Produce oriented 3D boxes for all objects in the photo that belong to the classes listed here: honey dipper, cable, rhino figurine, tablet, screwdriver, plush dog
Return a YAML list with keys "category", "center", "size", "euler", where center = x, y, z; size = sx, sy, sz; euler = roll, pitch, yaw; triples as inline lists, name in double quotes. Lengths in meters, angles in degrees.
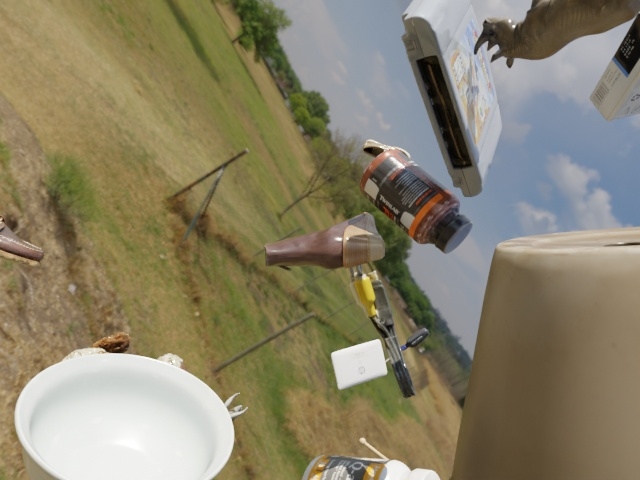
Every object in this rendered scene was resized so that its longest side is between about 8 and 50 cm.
- category: "honey dipper"
  center: [0.169, 0.575, 1.374]
  size: [0.161, 0.030, 0.030]
  euler: [38, 4, 5]
- category: "cable"
  center: [0.121, 0.186, 1.081]
  size: [0.139, 0.072, 0.287]
  euler: [71, 4, -75]
- category: "rhino figurine"
  center: [0.304, -0.299, 0.687]
  size: [0.073, 0.243, 0.106]
  euler: [-10, 88, -41]
- category: "tablet"
  center: [0.057, 0.180, 0.757]
  size: [0.006, 0.083, 0.054]
  euler: [-19, -98, 65]
- category: "screwdriver"
  center: [0.159, 0.240, 1.107]
  size: [0.025, 0.170, 0.024]
  euler: [56, 1, -28]
- category: "plush dog"
  center: [-0.420, 0.307, 1.037]
  size: [0.225, 0.210, 0.262]
  euler: [48, 16, -6]

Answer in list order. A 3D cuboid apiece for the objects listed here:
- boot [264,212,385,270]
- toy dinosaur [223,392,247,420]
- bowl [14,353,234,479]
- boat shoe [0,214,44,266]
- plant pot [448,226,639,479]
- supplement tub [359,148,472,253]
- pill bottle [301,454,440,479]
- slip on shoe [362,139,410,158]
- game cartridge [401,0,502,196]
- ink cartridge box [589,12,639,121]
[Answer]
- category: "boot"
  center: [0.000, 0.000, 0.970]
  size: [0.248, 0.207, 0.090]
  euler: [-108, -165, -82]
- category: "toy dinosaur"
  center: [-0.269, 0.455, 1.036]
  size: [0.121, 0.160, 0.313]
  euler: [26, 43, -2]
- category: "bowl"
  center: [-0.286, 0.301, 0.748]
  size: [0.298, 0.134, 0.298]
  euler: [21, 14, -5]
- category: "boat shoe"
  center: [-0.544, -0.019, 0.829]
  size: [0.207, 0.073, 0.073]
  euler: [23, -13, -20]
- category: "plant pot"
  center: [0.238, 0.134, 0.379]
  size: [0.323, 0.323, 0.280]
  euler: [-45, 130, -85]
- category: "supplement tub"
  center: [0.168, -0.065, 0.909]
  size: [0.198, 0.106, 0.106]
  euler: [45, -1, 26]
- category: "pill bottle"
  center: [0.107, 0.548, 1.105]
  size: [0.162, 0.278, 0.162]
  euler: [24, 61, -52]
- category: "slip on shoe"
  center: [0.182, -0.242, 1.452]
  size: [0.135, 0.051, 0.041]
  euler: [25, 36, 8]
- category: "game cartridge"
  center: [0.214, -0.242, 0.804]
  size: [0.198, 0.062, 0.297]
  euler: [-57, 131, -35]
- category: "ink cartridge box"
  center: [0.595, -0.289, 0.777]
  size: [0.165, 0.333, 0.065]
  euler: [88, -14, -59]
